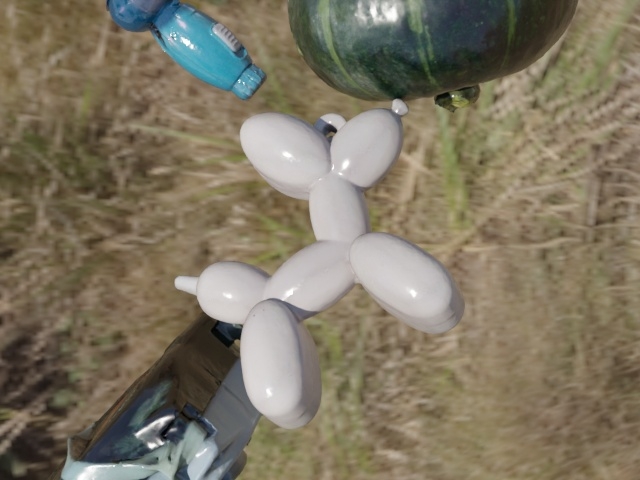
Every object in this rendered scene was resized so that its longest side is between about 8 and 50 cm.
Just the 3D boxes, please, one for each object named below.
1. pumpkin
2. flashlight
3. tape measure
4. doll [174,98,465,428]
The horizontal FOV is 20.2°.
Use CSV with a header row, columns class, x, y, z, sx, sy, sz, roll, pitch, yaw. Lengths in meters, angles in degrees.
class,x,y,z,sx,sy,sz,roll,pitch,yaw
pumpkin,0.061,-0.139,1.015,0.167,0.167,0.125,17,123,23
flashlight,-0.095,-0.146,1.283,0.129,0.051,0.051,39,104,-1
tape measure,-0.120,0.157,1.241,0.107,0.182,0.181,40,116,-4
doll,0.000,0.000,0.966,0.161,0.059,0.160,-35,64,3
